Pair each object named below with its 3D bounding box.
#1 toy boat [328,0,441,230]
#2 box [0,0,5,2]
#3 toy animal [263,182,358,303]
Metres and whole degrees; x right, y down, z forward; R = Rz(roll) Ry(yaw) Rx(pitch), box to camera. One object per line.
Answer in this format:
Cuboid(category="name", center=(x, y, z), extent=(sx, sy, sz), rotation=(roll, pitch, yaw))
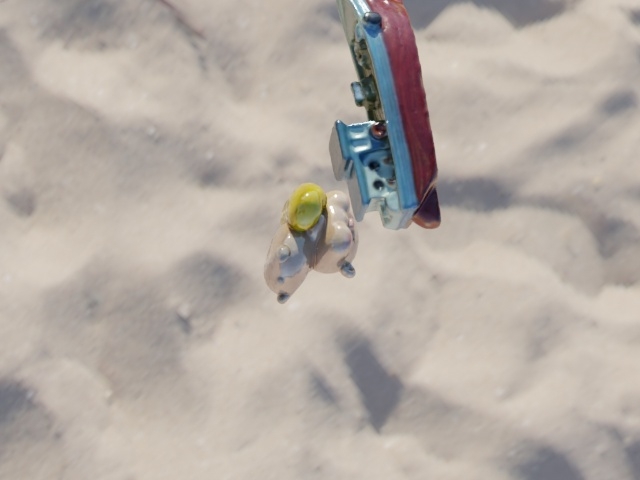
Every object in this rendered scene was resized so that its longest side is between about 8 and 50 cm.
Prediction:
Cuboid(category="toy boat", center=(0.033, -0.086, 1.174), extent=(0.059, 0.069, 0.173), rotation=(-8, 76, -7))
Cuboid(category="box", center=(-0.173, -0.264, 0.981), extent=(0.221, 0.091, 0.274), rotation=(-22, 71, -8))
Cuboid(category="toy animal", center=(0.000, 0.000, 1.680), extent=(0.082, 0.091, 0.114), rotation=(22, 51, -4))
